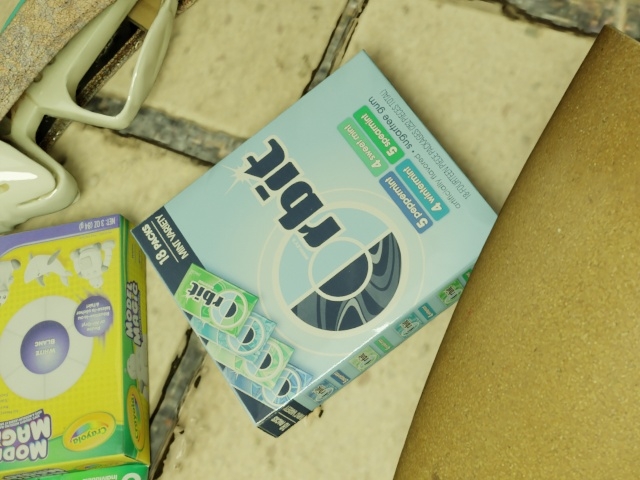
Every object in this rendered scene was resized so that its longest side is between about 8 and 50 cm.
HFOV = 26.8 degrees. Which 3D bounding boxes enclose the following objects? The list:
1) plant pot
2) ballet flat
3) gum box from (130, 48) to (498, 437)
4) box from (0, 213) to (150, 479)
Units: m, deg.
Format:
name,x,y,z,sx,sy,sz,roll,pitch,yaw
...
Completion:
name,x,y,z,sx,sy,sz,roll,pitch,yaw
plant pot,0.154,0.067,0.655,0.237,0.237,0.254,43,104,26
ballet flat,-0.183,-0.085,0.870,0.106,0.107,0.316,34,85,12
gum box,0.000,0.000,0.810,0.184,0.041,0.157,-37,65,4
box,-0.161,0.080,0.835,0.105,0.043,0.179,-11,70,15
